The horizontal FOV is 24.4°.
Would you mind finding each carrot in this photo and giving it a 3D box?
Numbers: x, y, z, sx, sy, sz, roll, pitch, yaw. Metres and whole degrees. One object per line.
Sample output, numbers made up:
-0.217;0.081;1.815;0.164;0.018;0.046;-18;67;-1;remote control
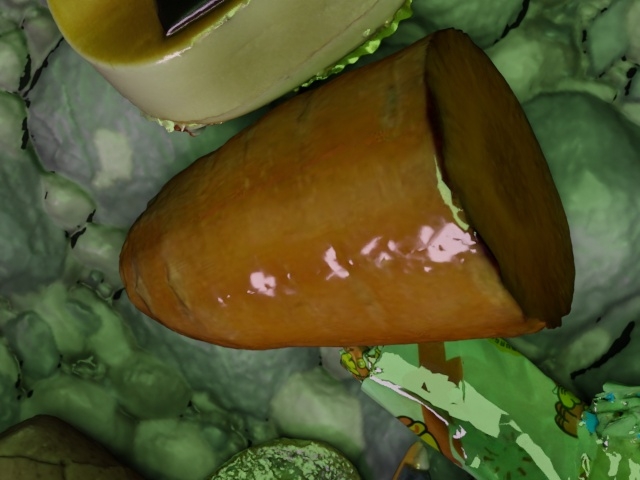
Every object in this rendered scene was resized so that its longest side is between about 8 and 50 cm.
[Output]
0.000;0.000;0.769;0.225;0.159;0.159;-19;93;19;carrot

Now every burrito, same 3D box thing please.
0.148;0.114;0.806;0.288;0.054;0.104;37;96;3;burrito

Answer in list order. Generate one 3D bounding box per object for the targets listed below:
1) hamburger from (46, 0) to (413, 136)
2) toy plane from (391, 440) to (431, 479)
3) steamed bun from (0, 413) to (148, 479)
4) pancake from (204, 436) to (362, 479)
-0.044;-0.155;0.775;0.210;0.116;0.173;-36;80;13;hamburger
0.026;0.270;0.804;0.204;0.103;0.316;13;97;-28;toy plane
-0.178;0.261;0.780;0.251;0.199;0.301;39;100;2;steamed bun
-0.022;0.161;0.845;0.108;0.017;0.108;1;95;5;pancake
